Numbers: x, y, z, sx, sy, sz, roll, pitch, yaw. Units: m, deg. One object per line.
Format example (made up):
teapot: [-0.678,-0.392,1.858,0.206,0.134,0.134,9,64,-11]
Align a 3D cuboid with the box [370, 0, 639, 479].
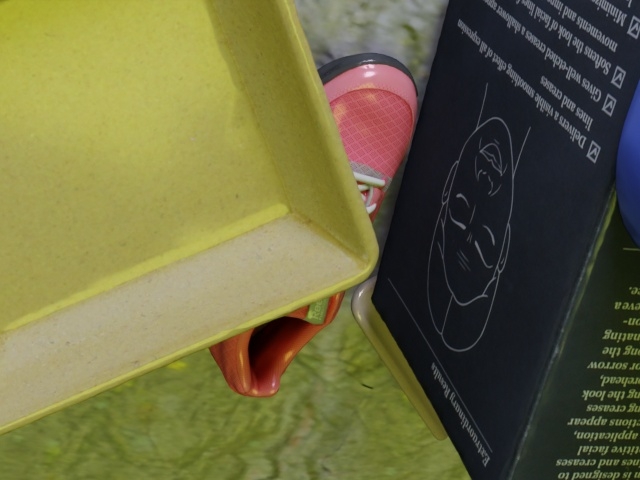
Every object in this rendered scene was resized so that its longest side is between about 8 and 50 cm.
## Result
box: [0.215,-0.040,0.920,0.212,0.293,0.395,4,118,-20]

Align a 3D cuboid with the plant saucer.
plant saucer: [-0.160,-0.060,0.862,0.333,0.081,0.332,-23,122,-4]

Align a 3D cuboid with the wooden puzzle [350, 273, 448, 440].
wooden puzzle: [0.167,0.060,1.174,0.239,0.044,0.221,-32,128,2]

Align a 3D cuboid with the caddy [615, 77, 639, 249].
caddy: [0.310,-0.066,0.653,0.241,0.179,0.341,3,118,-19]

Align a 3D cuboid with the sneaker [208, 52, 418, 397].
sneaker: [0.000,0.000,1.012,0.116,0.136,0.314,15,120,-27]
